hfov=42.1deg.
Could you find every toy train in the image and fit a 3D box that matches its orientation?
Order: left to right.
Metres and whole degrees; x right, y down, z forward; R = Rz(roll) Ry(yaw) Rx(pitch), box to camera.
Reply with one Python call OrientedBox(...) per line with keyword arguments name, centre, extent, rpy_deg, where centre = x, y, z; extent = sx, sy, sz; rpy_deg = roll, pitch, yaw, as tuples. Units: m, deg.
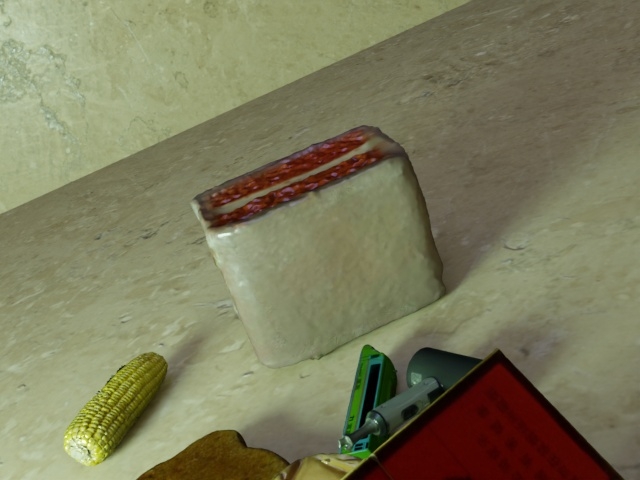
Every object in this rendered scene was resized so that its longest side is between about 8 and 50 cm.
OrientedBox(name="toy train", centre=(0.062, 0.182, 0.935), extent=(0.042, 0.044, 0.209), rpy_deg=(-16, 24, 19))

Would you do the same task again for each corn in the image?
OrientedBox(name="corn", centre=(-0.276, 0.225, 1.137), extent=(0.072, 0.072, 0.203), rpy_deg=(-11, 25, 28))

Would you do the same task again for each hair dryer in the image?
OrientedBox(name="hair dryer", centre=(0.096, 0.173, 0.863), extent=(0.197, 0.057, 0.100), rpy_deg=(-23, 18, -36))

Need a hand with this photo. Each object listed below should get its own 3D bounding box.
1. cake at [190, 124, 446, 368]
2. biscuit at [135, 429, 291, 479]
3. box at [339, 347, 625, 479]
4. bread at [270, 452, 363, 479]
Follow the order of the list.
OrientedBox(name="cake", centre=(0.000, 0.000, 1.155), extent=(0.308, 0.230, 0.237), rpy_deg=(-25, 24, -4))
OrientedBox(name="biscuit", centre=(-0.150, 0.310, 0.852), extent=(0.273, 0.049, 0.257), rpy_deg=(-33, 22, -26))
OrientedBox(name="box", centre=(0.111, 0.211, 0.656), extent=(0.239, 0.153, 0.074), rpy_deg=(-31, -16, -34))
OrientedBox(name="bread", centre=(-0.003, 0.281, 0.703), extent=(0.132, 0.114, 0.190), rpy_deg=(3, 42, 30))
